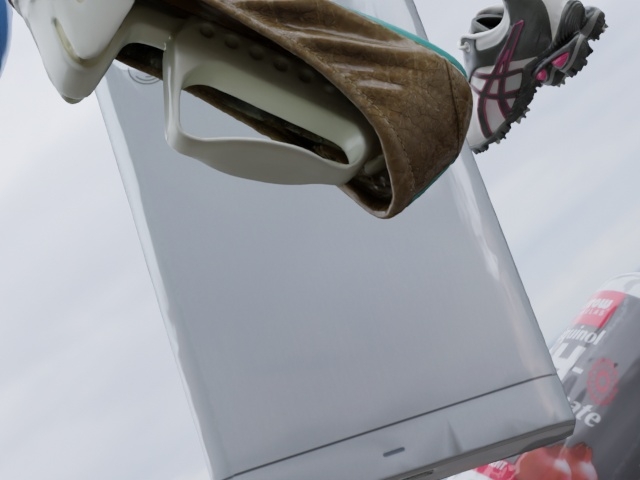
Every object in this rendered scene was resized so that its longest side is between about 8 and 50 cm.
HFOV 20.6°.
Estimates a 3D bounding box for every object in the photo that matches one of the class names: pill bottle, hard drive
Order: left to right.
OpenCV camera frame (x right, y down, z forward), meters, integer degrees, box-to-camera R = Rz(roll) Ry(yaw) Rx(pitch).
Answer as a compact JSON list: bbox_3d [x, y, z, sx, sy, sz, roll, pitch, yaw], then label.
[{"bbox_3d":[0.000,0.000,1.182,0.233,0.353,0.047,-18,-23,-3],"label":"hard drive"},{"bbox_3d":[0.255,0.138,1.412,0.318,0.176,0.176,-49,-4,-15],"label":"pill bottle"}]

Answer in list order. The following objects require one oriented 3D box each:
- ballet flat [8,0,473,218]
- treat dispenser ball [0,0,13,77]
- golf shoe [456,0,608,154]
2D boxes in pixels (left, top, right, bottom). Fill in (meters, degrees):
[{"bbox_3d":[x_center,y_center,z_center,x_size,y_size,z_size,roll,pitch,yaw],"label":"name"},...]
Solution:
[{"bbox_3d":[-0.077,-0.111,0.999,0.116,0.342,0.124,-49,15,57],"label":"ballet flat"},{"bbox_3d":[-0.437,-0.212,1.669,0.288,0.288,0.288,-39,-7,-6],"label":"treat dispenser ball"},{"bbox_3d":[0.197,-0.193,1.897,0.273,0.120,0.105,-47,11,54],"label":"golf shoe"}]
